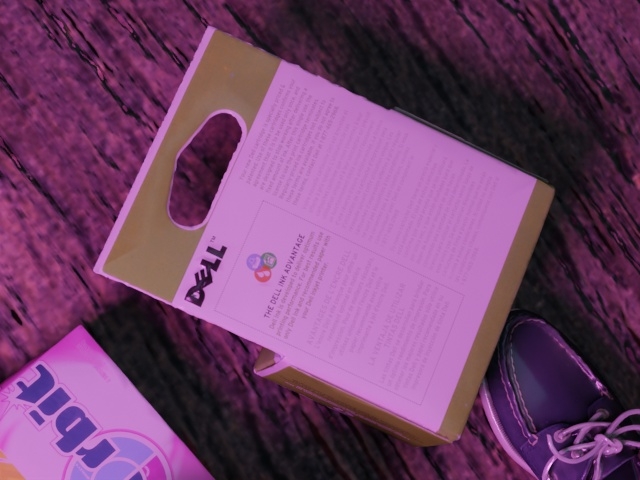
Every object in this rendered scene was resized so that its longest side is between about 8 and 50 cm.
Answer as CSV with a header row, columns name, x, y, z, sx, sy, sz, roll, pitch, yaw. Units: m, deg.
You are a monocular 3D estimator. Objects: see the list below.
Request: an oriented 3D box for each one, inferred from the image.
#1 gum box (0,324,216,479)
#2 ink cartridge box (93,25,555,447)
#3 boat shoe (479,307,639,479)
name,x,y,z,sx,sy,sz,roll,pitch,yaw
gum box,-0.140,0.152,0.931,0.107,0.062,0.188,-41,92,-18
ink cartridge box,0.000,0.000,0.981,0.255,0.097,0.189,25,75,-7
boat shoe,0.190,0.158,1.008,0.095,0.079,0.254,-24,86,-17
